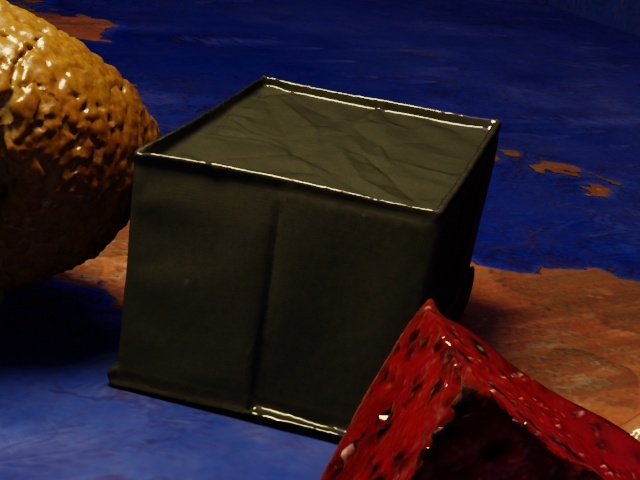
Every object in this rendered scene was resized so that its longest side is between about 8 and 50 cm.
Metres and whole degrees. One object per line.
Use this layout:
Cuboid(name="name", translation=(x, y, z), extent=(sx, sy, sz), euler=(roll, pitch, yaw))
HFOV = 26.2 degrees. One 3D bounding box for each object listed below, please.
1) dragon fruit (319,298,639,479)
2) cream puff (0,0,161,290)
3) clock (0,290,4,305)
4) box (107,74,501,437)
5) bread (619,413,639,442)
Cuboid(name="dragon fruit", translation=(0.133, 0.188, 0.739), extent=(0.330, 0.240, 0.302), euler=(25, 66, 15))
Cuboid(name="cream puff", translation=(-0.291, -0.071, 1.129), extent=(0.303, 0.212, 0.303), euler=(18, -19, 7))
Cuboid(name="clock", translation=(-0.361, 0.035, 1.213), extent=(0.147, 0.045, 0.108), euler=(15, 20, 20))
Cuboid(name="box", translation=(0.000, 0.001, 1.220), extent=(0.251, 0.204, 0.345), euler=(12, 20, 11))
Cuboid(name="bread", translation=(0.299, 0.201, 0.908), extent=(0.244, 0.123, 0.190), euler=(32, 17, 39))
